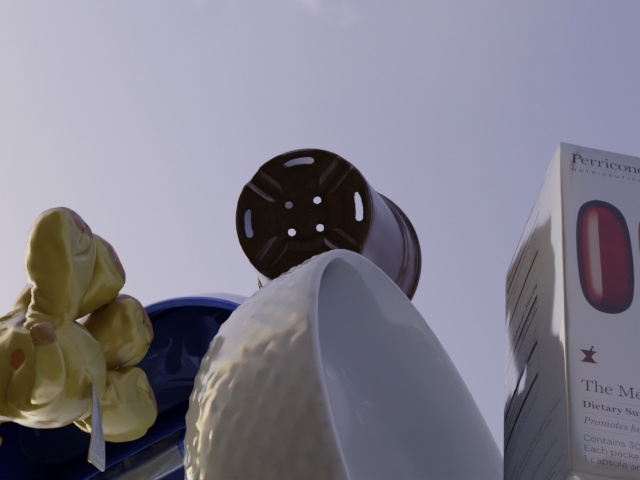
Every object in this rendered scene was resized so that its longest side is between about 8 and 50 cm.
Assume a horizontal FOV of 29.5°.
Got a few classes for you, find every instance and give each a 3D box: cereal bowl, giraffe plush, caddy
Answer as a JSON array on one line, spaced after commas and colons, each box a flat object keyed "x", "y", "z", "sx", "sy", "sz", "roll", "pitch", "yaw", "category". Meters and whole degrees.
[{"x": 0.022, "y": 0.185, "z": 0.715, "sx": 0.141, "sy": 0.339, "sz": 0.339, "roll": -26, "pitch": -102, "yaw": 15, "category": "cereal bowl"}, {"x": -0.229, "y": 0.097, "z": 0.874, "sx": 0.170, "sy": 0.210, "sz": 0.181, "roll": -16, "pitch": -56, "yaw": 10, "category": "giraffe plush"}, {"x": -0.144, "y": 0.188, "z": 1.059, "sx": 0.341, "sy": 0.179, "sz": 0.241, "roll": -29, "pitch": -88, "yaw": 6, "category": "caddy"}]

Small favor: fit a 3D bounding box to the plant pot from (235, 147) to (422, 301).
[{"x": 0.000, "y": 0.000, "z": 1.129, "sx": 0.167, "sy": 0.165, "sz": 0.167, "roll": -4, "pitch": -108, "yaw": 12, "category": "plant pot"}]

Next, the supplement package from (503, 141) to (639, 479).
[{"x": 0.188, "y": 0.079, "z": 0.720, "sx": 0.139, "sy": 0.244, "sz": 0.134, "roll": 10, "pitch": -43, "yaw": -2, "category": "supplement package"}]
